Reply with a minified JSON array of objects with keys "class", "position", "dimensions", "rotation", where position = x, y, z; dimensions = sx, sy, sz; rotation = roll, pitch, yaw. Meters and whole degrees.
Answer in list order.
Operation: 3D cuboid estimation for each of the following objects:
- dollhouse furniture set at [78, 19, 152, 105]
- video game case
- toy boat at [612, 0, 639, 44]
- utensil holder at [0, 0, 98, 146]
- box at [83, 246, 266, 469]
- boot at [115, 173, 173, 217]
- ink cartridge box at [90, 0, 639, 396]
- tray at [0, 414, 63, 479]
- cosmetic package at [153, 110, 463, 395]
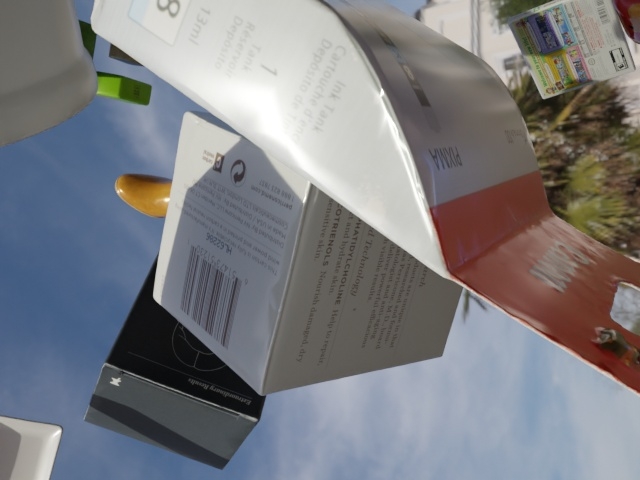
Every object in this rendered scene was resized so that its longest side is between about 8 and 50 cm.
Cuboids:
[{"class":"dollhouse furniture set","position":[-0.347,-0.375,1.005],"dimensions":[0.198,0.151,0.301],"rotation":[-3,-75,-67]},{"class":"video game case","position":[0.516,-0.402,1.363],"dimensions":[0.212,0.194,0.023],"rotation":[49,-138,-35]},{"class":"toy boat","position":[0.342,-0.340,0.591],"dimensions":[0.148,0.268,0.318],"rotation":[30,-96,-55]},{"class":"utensil holder","position":[-0.384,-0.290,0.533],"dimensions":[0.327,0.328,0.385],"rotation":[-46,-39,-50]},{"class":"box","position":[-0.251,0.207,1.359],"dimensions":[0.294,0.212,0.395],"rotation":[24,-140,-10]},{"class":"boot","position":[-0.286,-0.117,1.451],"dimensions":[0.295,0.211,0.104],"rotation":[21,-120,-17]},{"class":"ink cartridge box","position":[0.097,-0.072,0.440],"dimensions":[0.308,0.385,0.091],"rotation":[-18,-41,-62]},{"class":"tray","position":[-0.536,0.432,1.111],"dimensions":[0.145,0.030,0.270],"rotation":[14,-101,-12]},{"class":"cosmetic package","position":[0.000,0.000,1.067],"dimensions":[0.394,0.329,0.327],"rotation":[-2,-69,-43]}]
